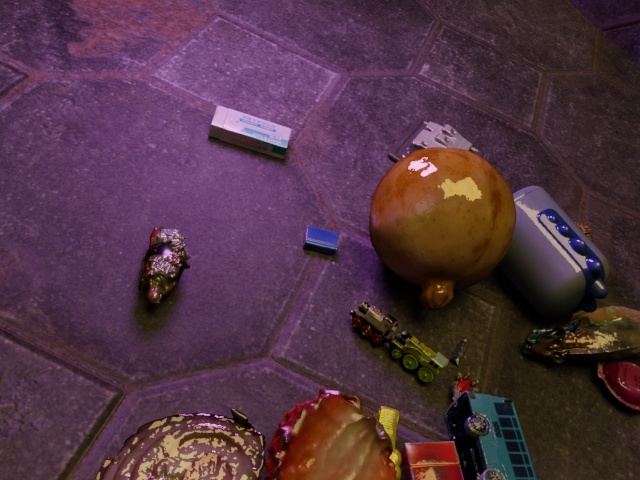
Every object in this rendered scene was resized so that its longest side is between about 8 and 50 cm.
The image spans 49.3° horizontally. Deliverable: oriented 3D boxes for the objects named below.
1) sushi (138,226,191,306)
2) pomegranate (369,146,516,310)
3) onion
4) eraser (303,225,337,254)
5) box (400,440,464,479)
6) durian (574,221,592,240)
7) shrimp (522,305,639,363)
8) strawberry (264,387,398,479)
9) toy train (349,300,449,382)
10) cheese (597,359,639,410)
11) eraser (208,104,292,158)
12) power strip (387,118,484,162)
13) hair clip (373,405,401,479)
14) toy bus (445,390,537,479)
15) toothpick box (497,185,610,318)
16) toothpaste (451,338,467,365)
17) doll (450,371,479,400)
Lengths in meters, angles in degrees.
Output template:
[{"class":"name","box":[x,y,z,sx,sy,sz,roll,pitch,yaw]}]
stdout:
[{"class":"sushi","box":[-0.342,0.051,1.550,0.097,0.103,0.226,24,43,-25]},{"class":"pomegranate","box":[0.296,-0.025,1.727,0.409,0.410,0.410,12,45,-13]},{"class":"onion","box":[-0.241,0.447,1.197,0.279,0.146,0.315,11,51,5]},{"class":"eraser","box":[0.000,0.000,1.796,0.084,0.027,0.063,15,43,-10]},{"class":"box","box":[0.234,0.495,1.402,0.112,0.048,0.175,0,48,-11]},{"class":"durian","box":[0.722,0.010,2.032,0.167,0.137,0.158,10,24,-27]},{"class":"shrimp","box":[0.720,0.236,1.821,0.445,0.110,0.221,-4,23,-25]},{"class":"strawberry","box":[-0.010,0.445,1.293,0.265,0.149,0.336,48,55,-10]},{"class":"toy train","box":[0.176,0.230,1.617,0.249,0.085,0.053,37,28,13]},{"class":"cheese","box":[0.811,0.377,1.768,0.244,0.062,0.155,25,44,-1]},{"class":"eraser","box":[-0.198,-0.309,1.985,0.225,0.052,0.096,17,47,-10]},{"class":"power strip","box":[0.375,-0.283,2.185,0.251,0.092,0.257,35,48,6]},{"class":"hair clip","box":[0.136,0.428,1.436,0.072,0.046,0.173,15,46,-4]},{"class":"toy bus","box":[0.358,0.453,1.452,0.146,0.128,0.256,8,47,-16]},{"class":"toothpick box","box":[0.612,0.045,1.857,0.262,0.263,0.355,-16,58,-34]},{"class":"toothpaste","box":[0.340,0.269,1.696,0.027,0.019,0.083,49,45,-9]},{"class":"doll","box":[0.325,0.341,1.608,0.114,0.039,0.057,-27,92,-50]}]
